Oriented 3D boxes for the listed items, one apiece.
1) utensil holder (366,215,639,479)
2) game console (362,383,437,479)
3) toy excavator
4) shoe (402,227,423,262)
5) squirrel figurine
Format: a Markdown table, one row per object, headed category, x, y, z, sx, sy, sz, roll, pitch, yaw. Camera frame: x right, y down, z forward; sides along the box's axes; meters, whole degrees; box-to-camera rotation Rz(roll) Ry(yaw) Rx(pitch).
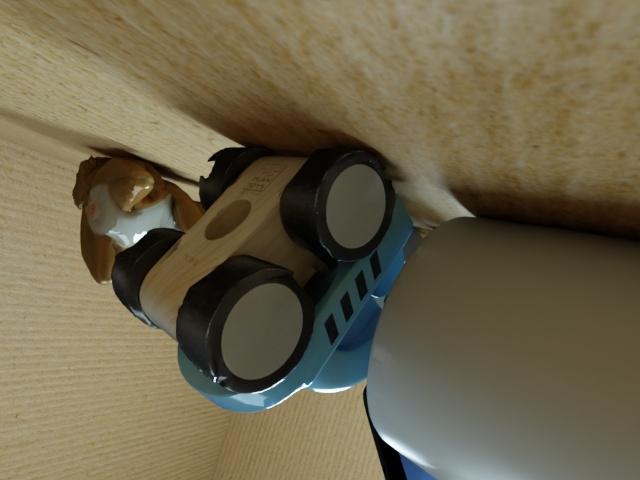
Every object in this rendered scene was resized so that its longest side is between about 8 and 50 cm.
| category | x | y | z | sx | sy | sz | roll | pitch | yaw |
| --- | --- | --- | --- | --- | --- | --- | --- | --- | --- |
| utensil holder | 0.285 | 0.154 | 0.421 | 0.385 | 0.327 | 0.328 | 17 | 177 | 42 |
| game console | 0.119 | 0.224 | 0.641 | 0.213 | 0.361 | 0.044 | 4 | 138 | -24 |
| toy excavator | 0.044 | 0.060 | 0.578 | 0.222 | 0.433 | 0.445 | 13 | 147 | 45 |
| shoe | 0.111 | -0.010 | 0.781 | 0.081 | 0.063 | 0.178 | 15 | 171 | 46 |
| squirrel figurine | -0.408 | -0.075 | 1.129 | 0.397 | 0.281 | 0.370 | 32 | -163 | 37 |
